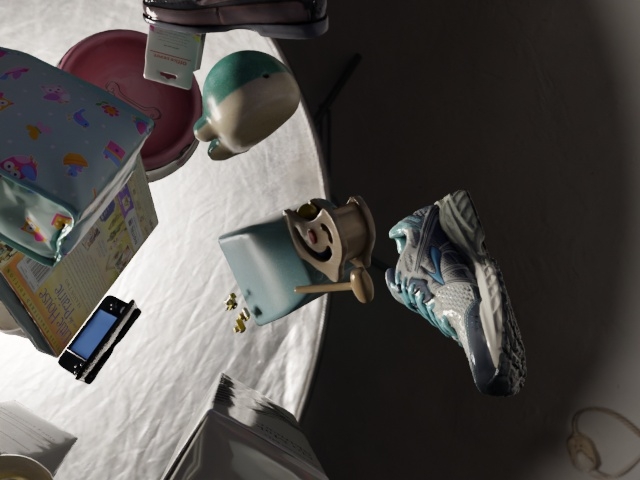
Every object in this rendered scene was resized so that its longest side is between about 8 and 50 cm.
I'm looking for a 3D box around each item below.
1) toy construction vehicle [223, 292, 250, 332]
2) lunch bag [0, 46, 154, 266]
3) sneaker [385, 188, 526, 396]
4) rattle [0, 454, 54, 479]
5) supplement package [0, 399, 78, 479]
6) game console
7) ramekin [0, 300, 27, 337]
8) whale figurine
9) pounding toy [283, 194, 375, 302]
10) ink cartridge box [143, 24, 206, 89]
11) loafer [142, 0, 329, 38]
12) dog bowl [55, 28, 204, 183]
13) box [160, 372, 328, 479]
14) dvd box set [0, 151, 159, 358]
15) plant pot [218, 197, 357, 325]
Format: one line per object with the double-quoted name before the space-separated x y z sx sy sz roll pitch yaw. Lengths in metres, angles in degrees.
"toy construction vehicle" -0.209 0.180 1.324 0.086 0.035 0.098 61 149 16
"lunch bag" -0.398 -0.129 0.714 0.262 0.223 0.160 31 136 -13
"sneaker" 0.142 0.062 0.605 0.122 0.283 0.110 -19 124 13
"rattle" -0.413 0.317 0.657 0.199 0.143 0.130 18 70 -2
"supplement package" -0.630 0.430 1.020 0.175 0.293 0.177 30 77 3
"game console" -0.312 0.128 0.747 0.107 0.071 0.122 19 65 28
"ramekin" -0.660 0.137 1.274 0.207 0.109 0.207 -10 58 16
"whale figurine" -0.154 -0.252 1.026 0.141 0.216 0.272 60 152 4
"pounding toy" 0.000 0.000 1.002 0.269 0.155 0.154 33 139 51
"ink cartridge box" -0.295 -0.415 1.113 0.104 0.061 0.181 14 111 -5
"loafer" -0.133 -0.373 0.825 0.302 0.109 0.095 9 130 11
"dog bowl" -0.493 -0.352 1.400 0.150 0.408 0.408 -178 77 -68
"box" -0.078 0.203 0.511 0.113 0.275 0.094 32 78 -4
"dvd box set" -0.503 -0.002 1.158 0.062 0.420 0.307 16 141 11
"plant pot" -0.049 0.036 1.282 0.252 0.248 0.247 -21 94 57
